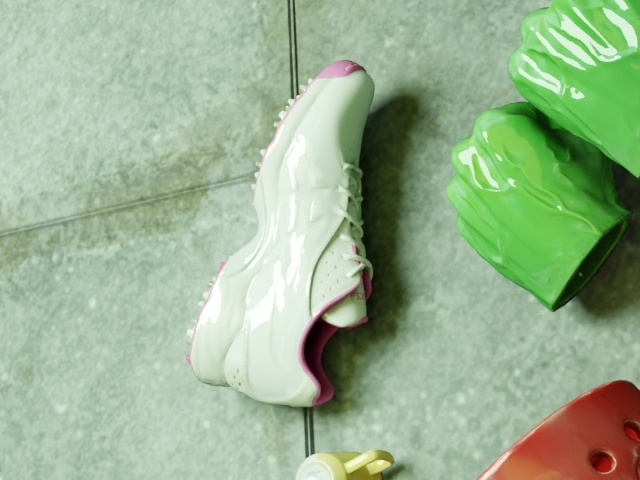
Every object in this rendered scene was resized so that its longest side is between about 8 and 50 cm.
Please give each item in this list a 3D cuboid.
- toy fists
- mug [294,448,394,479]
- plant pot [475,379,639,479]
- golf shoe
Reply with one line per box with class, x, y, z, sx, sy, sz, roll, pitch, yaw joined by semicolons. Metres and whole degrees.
toy fists;0.192;-0.081;1.073;0.142;0.096;0.279;43;135;18
mug;0.014;0.195;1.164;0.062;0.064;0.078;29;90;33
plant pot;0.202;0.219;0.980;0.191;0.191;0.174;-47;62;10
golf shoe;0.000;0.000;1.215;0.140;0.115;0.306;23;94;21
